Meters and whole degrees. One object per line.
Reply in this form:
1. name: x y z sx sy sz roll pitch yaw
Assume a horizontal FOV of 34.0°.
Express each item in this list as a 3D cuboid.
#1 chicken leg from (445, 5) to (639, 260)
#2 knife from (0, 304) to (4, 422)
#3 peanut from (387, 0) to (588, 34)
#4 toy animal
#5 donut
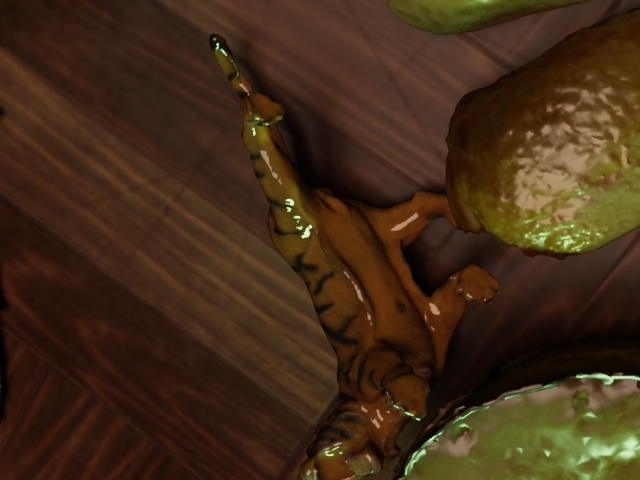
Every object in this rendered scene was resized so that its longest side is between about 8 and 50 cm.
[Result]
1. chicken leg: 0.163 -0.086 0.504 0.107 0.087 0.251 41 107 -9
2. knife: -0.231 0.020 0.690 0.045 0.021 0.222 7 106 13
3. peanut: 0.103 -0.149 0.493 0.174 0.080 0.080 -12 101 35
4. toy animal: 0.007 -0.001 0.580 0.116 0.114 0.255 -35 77 52
5. donut: 0.170 0.163 0.562 0.272 0.107 0.272 5 110 13
